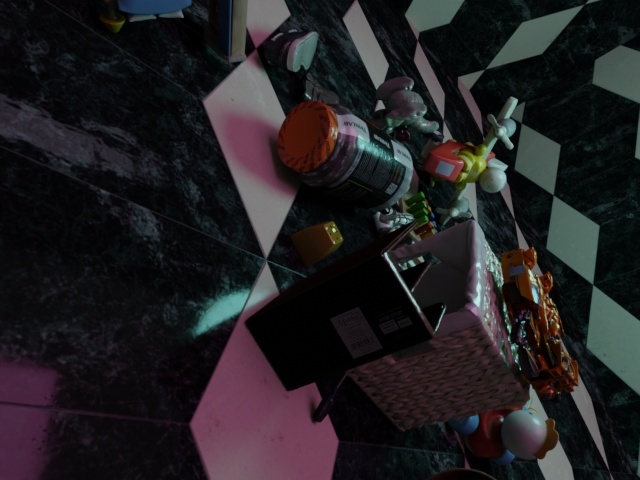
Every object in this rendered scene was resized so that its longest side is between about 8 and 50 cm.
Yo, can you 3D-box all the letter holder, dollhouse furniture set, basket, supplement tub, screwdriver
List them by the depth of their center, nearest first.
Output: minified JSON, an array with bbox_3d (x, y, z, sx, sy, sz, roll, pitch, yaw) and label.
[{"bbox_3d":[0.060,0.111,0.886,0.152,0.302,0.214,59,31,-3],"label":"letter holder"},{"bbox_3d":[0.035,0.254,0.898,0.025,0.169,0.024,28,-2,34],"label":"screwdriver"},{"bbox_3d":[-0.340,-0.510,1.048,0.303,0.198,0.286,-20,57,-28],"label":"dollhouse furniture set"},{"bbox_3d":[0.246,0.182,1.080,0.266,0.328,0.331,53,32,-20],"label":"basket"},{"bbox_3d":[0.066,-0.208,1.241,0.338,0.207,0.207,17,52,-49],"label":"supplement tub"}]

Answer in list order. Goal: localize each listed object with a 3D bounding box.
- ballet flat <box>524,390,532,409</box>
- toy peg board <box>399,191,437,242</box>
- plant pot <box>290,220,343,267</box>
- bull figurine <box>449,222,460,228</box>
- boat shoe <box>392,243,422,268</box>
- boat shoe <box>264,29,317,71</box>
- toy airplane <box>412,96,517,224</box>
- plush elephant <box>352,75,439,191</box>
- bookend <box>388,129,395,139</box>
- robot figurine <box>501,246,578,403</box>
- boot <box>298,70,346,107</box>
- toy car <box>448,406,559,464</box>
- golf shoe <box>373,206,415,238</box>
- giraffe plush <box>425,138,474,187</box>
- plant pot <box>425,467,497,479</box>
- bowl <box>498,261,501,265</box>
[{"bbox_3d":[0.608,0.529,1.547,0.086,0.086,0.248,55,33,-8],"label":"ballet flat"},{"bbox_3d":[0.342,-0.067,1.639,0.161,0.079,0.161,36,40,-33],"label":"toy peg board"},{"bbox_3d":[0.000,0.000,1.098,0.081,0.083,0.081,-25,87,-58],"label":"plant pot"},{"bbox_3d":[0.554,0.079,1.801,0.310,0.101,0.188,49,35,-18],"label":"bull figurine"},{"bbox_3d":[0.323,0.136,1.413,0.324,0.116,0.123,54,32,-11],"label":"boat shoe"},{"bbox_3d":[-0.077,-0.547,1.410,0.091,0.114,0.302,17,22,4],"label":"boat shoe"},{"bbox_3d":[0.544,-0.256,1.726,0.272,0.384,0.386,49,-6,37],"label":"toy airplane"},{"bbox_3d":[0.245,-0.367,1.572,0.330,0.255,0.271,36,39,-34],"label":"plush elephant"},{"bbox_3d":[0.202,-0.219,1.489,0.156,0.157,0.072,44,36,-23],"label":"bookend"},{"bbox_3d":[0.425,0.166,0.968,0.211,0.085,0.291,40,39,-37],"label":"robot figurine"},{"bbox_3d":[0.000,-0.372,1.419,0.161,0.083,0.246,27,38,-32],"label":"boot"},{"bbox_3d":[0.493,0.456,1.240,0.219,0.238,0.210,43,63,-24],"label":"toy car"},{"bbox_3d":[0.217,-0.068,1.467,0.093,0.077,0.198,61,31,1],"label":"golf shoe"},{"bbox_3d":[0.497,-0.289,1.947,0.170,0.210,0.181,-47,130,-52],"label":"giraffe plush"},{"bbox_3d":[0.301,0.605,0.952,0.230,0.215,0.215,61,29,-25],"label":"plant pot"},{"bbox_3d":[0.497,0.178,1.558,0.156,0.289,0.289,-46,109,-13],"label":"bowl"}]
